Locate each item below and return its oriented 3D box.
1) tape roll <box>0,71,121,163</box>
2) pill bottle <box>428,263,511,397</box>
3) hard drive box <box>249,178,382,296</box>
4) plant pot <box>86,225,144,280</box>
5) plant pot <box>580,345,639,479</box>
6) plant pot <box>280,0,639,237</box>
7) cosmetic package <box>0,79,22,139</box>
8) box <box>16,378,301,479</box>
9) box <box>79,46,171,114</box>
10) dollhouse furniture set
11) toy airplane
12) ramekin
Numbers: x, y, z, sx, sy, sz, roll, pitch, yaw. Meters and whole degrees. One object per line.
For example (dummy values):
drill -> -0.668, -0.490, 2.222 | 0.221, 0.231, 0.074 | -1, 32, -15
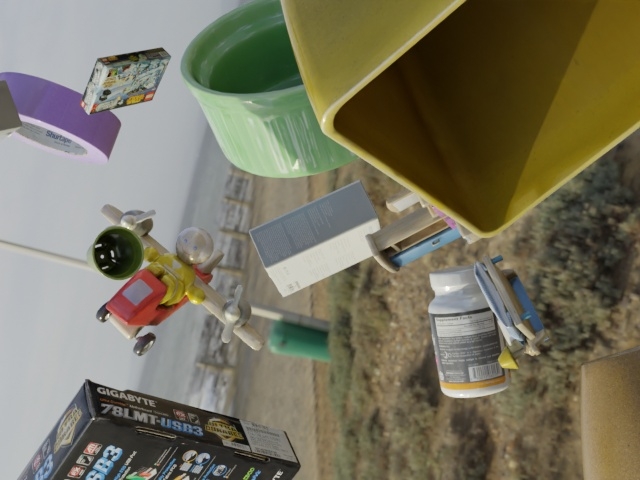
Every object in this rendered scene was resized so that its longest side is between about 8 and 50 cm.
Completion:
tape roll -> -0.570, -0.256, 1.900 | 0.275, 0.274, 0.090 | 145, 145, -76
pill bottle -> 0.330, 0.200, 1.998 | 0.162, 0.162, 0.279 | -178, 79, -81
hard drive box -> 0.000, 0.000, 1.718 | 0.181, 0.232, 0.089 | 68, 178, -68
plant pot -> -0.329, 0.023, 1.394 | 0.079, 0.083, 0.083 | -10, 64, 57
plant pot -> 0.377, 0.238, 0.953 | 0.237, 0.237, 0.254 | 132, 122, -71
plant pot -> 0.092, -0.158, 0.511 | 0.212, 0.212, 0.187 | -40, 57, 17
cosmetic package -> -0.684, -0.214, 1.620 | 0.127, 0.238, 0.107 | -16, 97, 42
box -> -0.220, 0.324, 1.072 | 0.295, 0.293, 0.073 | -55, 36, 17
box -> -0.304, -0.251, 1.393 | 0.137, 0.027, 0.094 | -26, -24, -51
dollhouse furniture set -> 0.224, 0.080, 1.503 | 0.303, 0.198, 0.286 | 66, -166, 21
toy airplane -> -0.319, 0.078, 2.075 | 0.272, 0.386, 0.384 | -55, 34, 26
ramekin -> -0.029, -0.222, 1.248 | 0.303, 0.303, 0.148 | -86, -16, -50
